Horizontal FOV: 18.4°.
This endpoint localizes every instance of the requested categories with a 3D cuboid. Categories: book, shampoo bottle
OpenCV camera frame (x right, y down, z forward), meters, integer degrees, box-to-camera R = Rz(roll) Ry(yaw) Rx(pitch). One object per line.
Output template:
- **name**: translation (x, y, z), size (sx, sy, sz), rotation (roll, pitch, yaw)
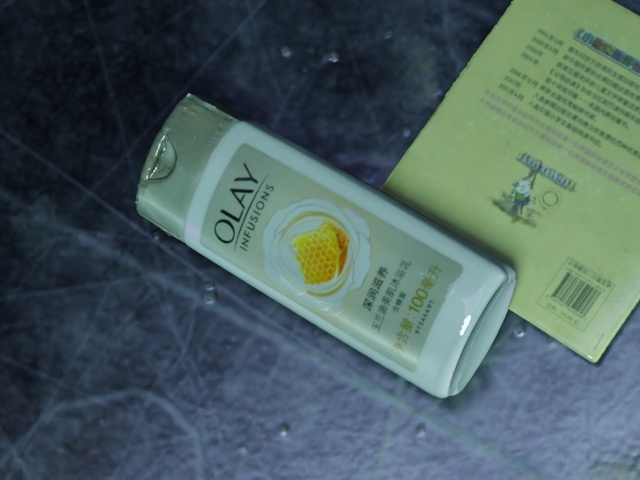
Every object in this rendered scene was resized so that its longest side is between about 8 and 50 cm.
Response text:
- **book**: translation (0.144, -0.049, 1.153), size (0.168, 0.013, 0.192), rotation (33, 83, 21)
- **shampoo bottle**: translation (0.000, 0.000, 1.147), size (0.227, 0.056, 0.086), rotation (31, 104, 21)
